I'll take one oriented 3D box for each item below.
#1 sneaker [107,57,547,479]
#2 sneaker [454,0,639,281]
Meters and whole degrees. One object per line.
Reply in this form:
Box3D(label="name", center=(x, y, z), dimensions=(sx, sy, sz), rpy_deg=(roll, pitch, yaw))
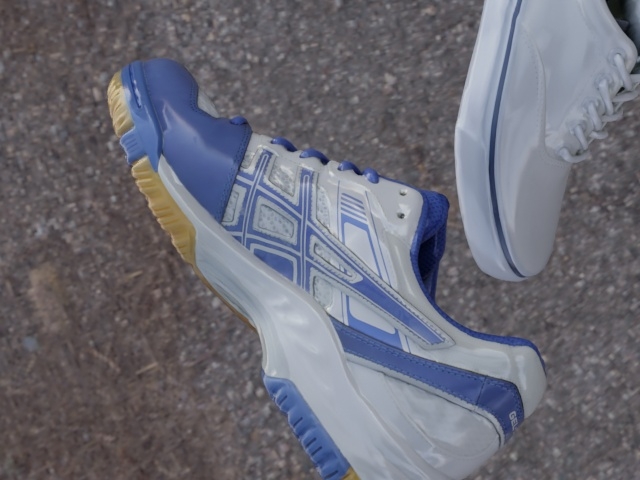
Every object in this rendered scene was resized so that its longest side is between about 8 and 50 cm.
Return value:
Box3D(label="sneaker", center=(0.000, 0.000, 0.559), dimensions=(0.131, 0.112, 0.296), rpy_deg=(-37, 72, 1))
Box3D(label="sneaker", center=(0.141, -0.095, 0.600), dimensions=(0.091, 0.094, 0.258), rpy_deg=(16, 110, 36))
